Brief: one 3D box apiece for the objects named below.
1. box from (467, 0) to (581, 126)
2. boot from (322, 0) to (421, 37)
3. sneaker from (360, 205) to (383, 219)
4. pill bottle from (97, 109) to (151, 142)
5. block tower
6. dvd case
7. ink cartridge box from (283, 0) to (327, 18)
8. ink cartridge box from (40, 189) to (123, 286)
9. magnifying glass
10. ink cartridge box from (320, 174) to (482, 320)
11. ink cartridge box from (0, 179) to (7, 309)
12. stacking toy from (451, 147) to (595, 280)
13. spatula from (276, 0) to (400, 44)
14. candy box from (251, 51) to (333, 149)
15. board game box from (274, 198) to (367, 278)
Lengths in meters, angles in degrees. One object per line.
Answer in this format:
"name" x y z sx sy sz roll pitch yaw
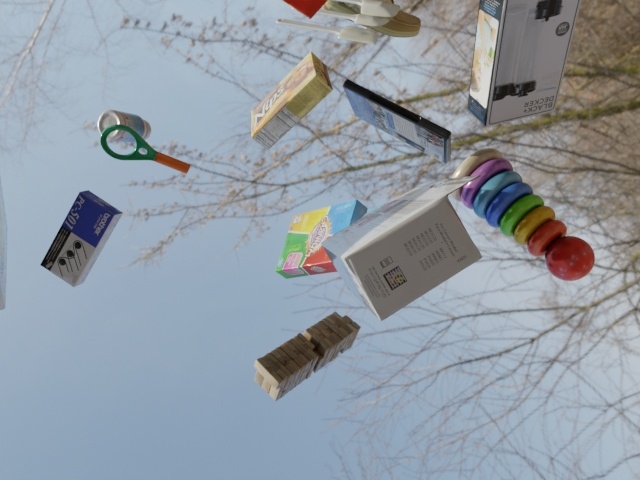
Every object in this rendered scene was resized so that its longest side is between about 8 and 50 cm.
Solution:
"box" 0.397 -0.383 1.050 0.169 0.289 0.087 -14 -136 -10
"boot" 0.152 -0.607 1.256 0.262 0.203 0.095 13 -141 -16
"sneaker" 0.228 0.030 1.596 0.208 0.127 0.319 48 -164 -20
"pill bottle" -0.579 -0.337 1.594 0.087 0.087 0.160 53 -164 5
"block tower" -0.035 0.308 1.457 0.091 0.097 0.336 37 -142 26
"dvd case" 0.172 -0.258 1.175 0.253 0.022 0.180 32 179 15
"ink cartridge box" -0.031 -0.540 0.906 0.239 0.275 0.060 36 168 13
"ink cartridge box" -0.555 -0.003 1.240 0.097 0.207 0.046 34 -168 -1
"magnifying glass" -0.454 -0.230 1.394 0.231 0.092 0.026 22 -153 -23
"ink cartridge box" 0.163 0.000 1.016 0.130 0.272 0.309 59 177 -7
"ink cartridge box" -0.789 -0.061 1.164 0.161 0.384 0.279 -2 -134 -26
"stacking toy" 0.421 -0.046 1.108 0.141 0.141 0.330 7 -143 -47
"spatula" 0.038 -0.500 1.184 0.242 0.019 0.168 17 -120 18
"candy box" -0.107 -0.480 1.843 0.088 0.316 0.182 34 -149 -32
"board game box" 0.000 0.000 1.848 0.064 0.317 0.242 37 -123 -35
